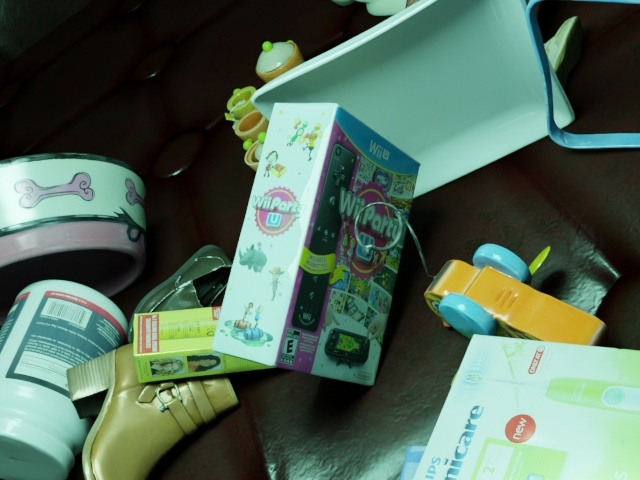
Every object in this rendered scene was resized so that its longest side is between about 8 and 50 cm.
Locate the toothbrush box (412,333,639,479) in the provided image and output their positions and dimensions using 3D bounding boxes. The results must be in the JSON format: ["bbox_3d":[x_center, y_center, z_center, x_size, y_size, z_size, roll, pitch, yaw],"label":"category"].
[{"bbox_3d":[0.245,0.211,0.758,0.283,0.122,0.206,1,51,43],"label":"toothbrush box"}]

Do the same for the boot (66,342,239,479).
[{"bbox_3d":[-0.217,0.266,1.175,0.220,0.109,0.284,-15,56,-11],"label":"boot"}]

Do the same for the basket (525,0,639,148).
[{"bbox_3d":[0.400,-0.200,1.004,0.288,0.255,0.201,9,59,31],"label":"basket"}]

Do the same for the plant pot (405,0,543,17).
[{"bbox_3d":[0.257,-0.430,1.378,0.272,0.272,0.265,-4,56,37],"label":"plant pot"}]

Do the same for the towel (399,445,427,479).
[{"bbox_3d":[0.193,0.291,0.848,0.284,0.034,0.209,-10,44,33],"label":"towel"}]

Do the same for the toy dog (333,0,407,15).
[{"bbox_3d":[0.048,-0.688,1.680,0.395,0.408,0.285,7,55,43],"label":"toy dog"}]

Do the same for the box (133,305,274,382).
[{"bbox_3d":[-0.138,0.137,1.175,0.232,0.058,0.087,-5,40,-6],"label":"box"}]

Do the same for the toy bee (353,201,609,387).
[{"bbox_3d":[0.196,0.067,1.010,0.195,0.162,0.298,-33,61,-6],"label":"toy bee"}]

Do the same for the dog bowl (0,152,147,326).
[{"bbox_3d":[-0.476,0.016,1.424,0.407,0.408,0.151,-25,73,18],"label":"dog bowl"}]

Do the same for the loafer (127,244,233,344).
[{"bbox_3d":[-0.218,0.097,1.353,0.078,0.080,0.220,19,64,49],"label":"loafer"}]

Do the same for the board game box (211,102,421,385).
[{"bbox_3d":[0.006,0.012,1.046,0.097,0.224,0.304,7,80,35],"label":"board game box"}]

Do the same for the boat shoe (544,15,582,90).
[{"bbox_3d":[0.348,-0.272,1.281,0.059,0.063,0.170,8,57,37],"label":"boat shoe"}]

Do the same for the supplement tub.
[{"bbox_3d":[-0.422,0.216,1.309,0.191,0.191,0.272,-15,43,29],"label":"supplement tub"}]

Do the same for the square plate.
[{"bbox_3d":[0.134,-0.187,1.138,0.347,0.344,0.049,-25,55,18],"label":"square plate"}]

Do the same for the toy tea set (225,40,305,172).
[{"bbox_3d":[-0.096,-0.256,1.584,0.200,0.124,0.336,-33,37,8],"label":"toy tea set"}]
